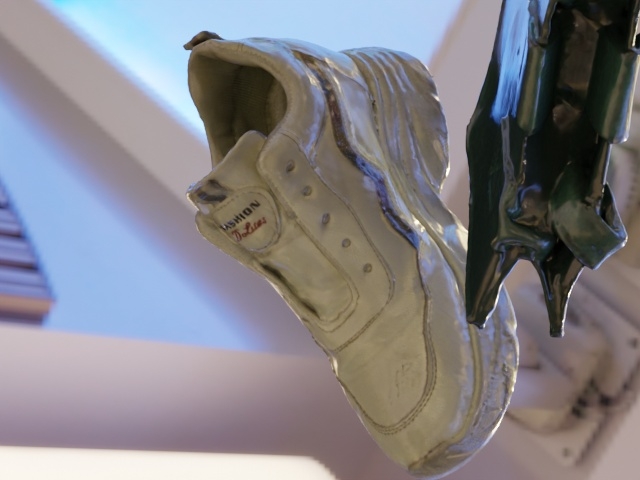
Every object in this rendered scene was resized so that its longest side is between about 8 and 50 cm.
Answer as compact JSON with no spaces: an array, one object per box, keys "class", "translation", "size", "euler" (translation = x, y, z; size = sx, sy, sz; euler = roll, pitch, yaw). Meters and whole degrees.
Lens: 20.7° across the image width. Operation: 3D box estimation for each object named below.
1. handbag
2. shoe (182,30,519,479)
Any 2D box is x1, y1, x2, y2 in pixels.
[{"class":"handbag","translation":[0.146,-0.133,0.977],"size":[0.238,0.089,0.326],"euler":[-76,177,-54]},{"class":"shoe","translation":[0.000,0.000,1.183],"size":[0.132,0.210,0.342],"euler":[-40,-128,39]}]
